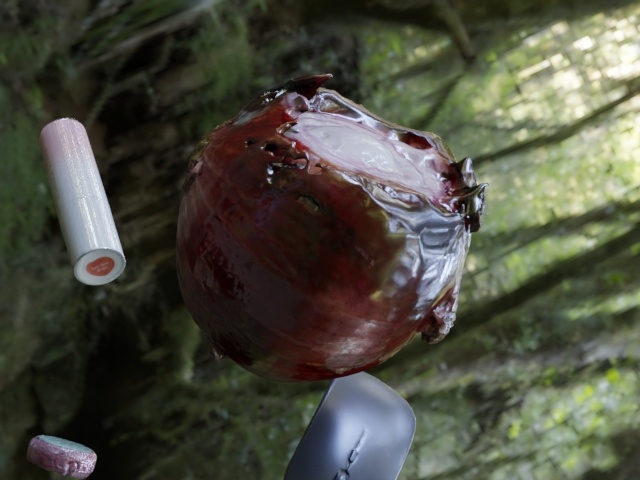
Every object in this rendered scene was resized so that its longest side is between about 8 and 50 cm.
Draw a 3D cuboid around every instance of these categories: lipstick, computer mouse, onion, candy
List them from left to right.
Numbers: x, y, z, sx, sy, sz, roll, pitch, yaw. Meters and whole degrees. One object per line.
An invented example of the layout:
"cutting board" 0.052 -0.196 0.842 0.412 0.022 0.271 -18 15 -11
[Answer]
"candy" -0.382 0.319 2.101 0.103 0.103 0.043 -169 -83 -71
"lipstick" -0.404 -0.070 2.393 0.087 0.087 0.327 82 -11 -48
"onion" -0.007 -0.003 1.497 0.341 0.341 0.341 56 -17 28
"computer mouse" 0.037 0.239 1.645 0.120 0.232 0.057 34 -45 -1
